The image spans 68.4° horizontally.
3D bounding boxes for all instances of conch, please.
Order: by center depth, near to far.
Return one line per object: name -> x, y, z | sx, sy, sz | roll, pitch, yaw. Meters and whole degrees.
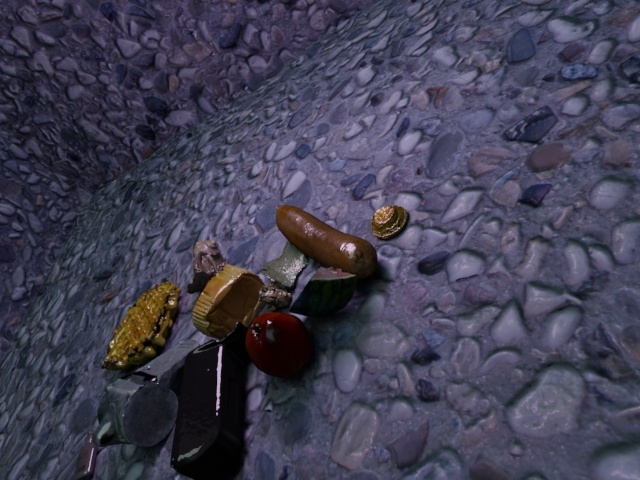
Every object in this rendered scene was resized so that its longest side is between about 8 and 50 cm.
conch -> -0.449, 0.111, 1.805 | 0.163, 0.178, 0.245 | 36, 114, 15

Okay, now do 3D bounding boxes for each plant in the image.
plant -> -0.152, 0.200, 1.517 | 0.116, 0.104, 0.122 | -152, 75, -87

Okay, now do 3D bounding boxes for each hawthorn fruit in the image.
hawthorn fruit -> -0.126, 0.279, 1.289 | 0.185, 0.202, 0.185 | -18, 49, 23

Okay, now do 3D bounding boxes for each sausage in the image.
sausage -> 0.001, 0.002, 1.494 | 0.123, 0.136, 0.501 | -35, 36, -19

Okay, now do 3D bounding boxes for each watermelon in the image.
watermelon -> -0.016, 0.164, 1.307 | 0.128, 0.146, 0.231 | 47, 123, 17

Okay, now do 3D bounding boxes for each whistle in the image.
whistle -> -0.549, 0.473, 1.510 | 0.168, 0.188, 0.405 | -7, 49, 40

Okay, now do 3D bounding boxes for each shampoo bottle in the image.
shampoo bottle -> -0.798, 0.738, 1.611 | 0.080, 0.040, 0.165 | -35, 37, 14

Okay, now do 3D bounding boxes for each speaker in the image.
speaker -> -0.266, 0.437, 1.293 | 0.184, 0.180, 0.388 | -26, 39, 15

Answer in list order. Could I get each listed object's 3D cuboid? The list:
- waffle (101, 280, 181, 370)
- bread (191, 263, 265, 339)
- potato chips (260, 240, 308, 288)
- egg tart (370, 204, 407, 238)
waffle -> -0.704, 0.336, 1.879 | 0.382, 0.095, 0.380 | -24, 40, 30
bread -> -0.304, 0.206, 1.551 | 0.133, 0.179, 0.250 | 6, 59, 52
potato chips -> -0.118, 0.067, 1.606 | 0.167, 0.059, 0.228 | 5, 43, 36
egg tart -> 0.202, -0.063, 1.439 | 0.130, 0.052, 0.130 | -23, 43, 23
